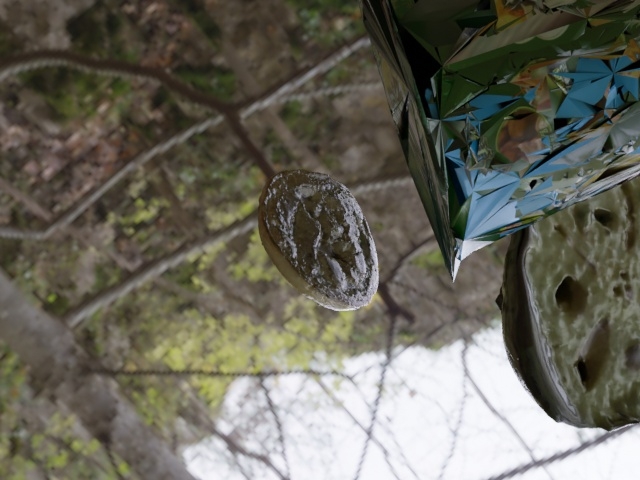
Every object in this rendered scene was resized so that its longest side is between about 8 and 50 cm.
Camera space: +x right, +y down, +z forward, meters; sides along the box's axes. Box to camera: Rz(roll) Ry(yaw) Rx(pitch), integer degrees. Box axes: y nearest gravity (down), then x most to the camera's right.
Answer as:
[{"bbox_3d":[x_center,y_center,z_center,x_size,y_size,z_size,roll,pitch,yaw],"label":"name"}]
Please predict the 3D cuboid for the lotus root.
[{"bbox_3d":[0.197,0.033,0.957,0.078,0.183,0.203,1,-97,62],"label":"lotus root"}]

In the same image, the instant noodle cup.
[{"bbox_3d":[0.128,-0.117,0.803,0.178,0.240,0.240,-17,-148,0],"label":"instant noodle cup"}]

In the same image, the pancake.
[{"bbox_3d":[0.000,0.000,1.265,0.028,0.158,0.158,-30,-151,37],"label":"pancake"}]
